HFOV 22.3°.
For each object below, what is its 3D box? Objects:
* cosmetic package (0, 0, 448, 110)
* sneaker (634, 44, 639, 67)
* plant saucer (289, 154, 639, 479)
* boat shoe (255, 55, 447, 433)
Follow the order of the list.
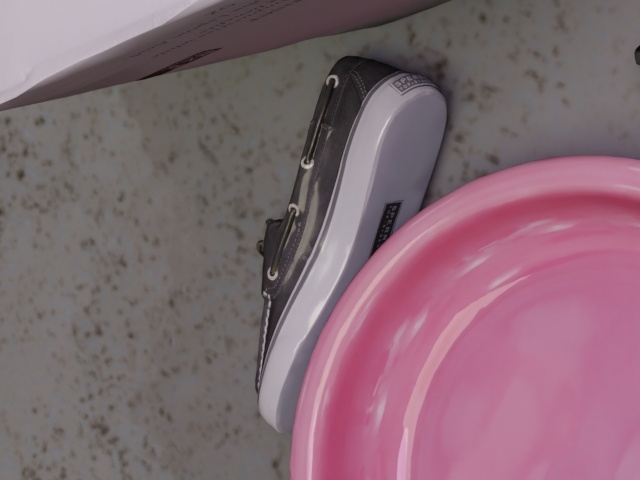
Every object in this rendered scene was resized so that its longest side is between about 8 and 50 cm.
[{"bbox_3d":[0.011,-0.181,0.720,0.217,0.385,0.156,-18,92,30],"label":"cosmetic package"},{"bbox_3d":[0.278,-0.077,0.791,0.234,0.078,0.106,-12,102,28],"label":"sneaker"},{"bbox_3d":[0.141,0.123,0.849,0.332,0.084,0.332,-5,80,32],"label":"plant saucer"},{"bbox_3d":[0.000,0.000,0.941,0.076,0.080,0.228,34,118,34],"label":"boat shoe"}]
